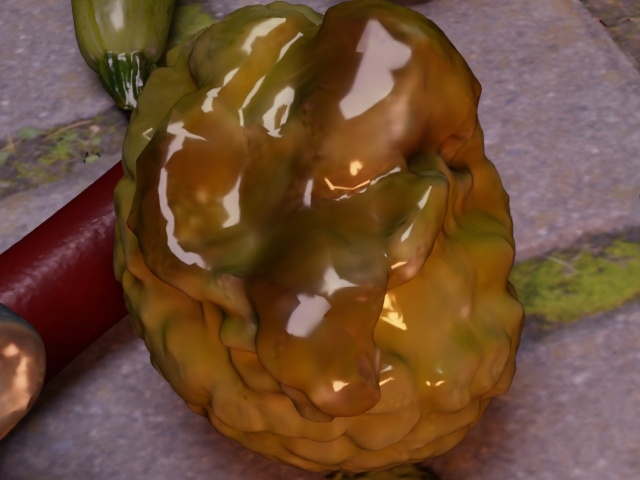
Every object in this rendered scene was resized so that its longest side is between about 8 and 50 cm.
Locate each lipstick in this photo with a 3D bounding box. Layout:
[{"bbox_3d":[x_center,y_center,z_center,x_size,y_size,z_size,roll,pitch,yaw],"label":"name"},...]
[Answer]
[{"bbox_3d":[-0.140,0.022,0.937,0.080,0.080,0.241,26,54,34],"label":"lipstick"}]

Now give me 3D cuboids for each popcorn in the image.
[{"bbox_3d":[0.000,0.000,0.820,0.206,0.237,0.251,1,9,-4],"label":"popcorn"}]

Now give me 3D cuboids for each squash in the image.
[{"bbox_3d":[-0.132,-0.163,1.138,0.090,0.075,0.200,10,41,-16],"label":"squash"}]

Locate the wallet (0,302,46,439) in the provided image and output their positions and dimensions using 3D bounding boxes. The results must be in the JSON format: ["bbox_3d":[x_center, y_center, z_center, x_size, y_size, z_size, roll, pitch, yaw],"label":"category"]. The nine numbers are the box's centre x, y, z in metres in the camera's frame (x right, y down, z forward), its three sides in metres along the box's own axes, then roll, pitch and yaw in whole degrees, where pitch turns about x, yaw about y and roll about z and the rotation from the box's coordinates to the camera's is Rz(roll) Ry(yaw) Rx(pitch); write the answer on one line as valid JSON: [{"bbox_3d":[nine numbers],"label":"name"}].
[{"bbox_3d":[-0.309,0.069,0.853,0.252,0.083,0.360,-43,36,-15],"label":"wallet"}]
